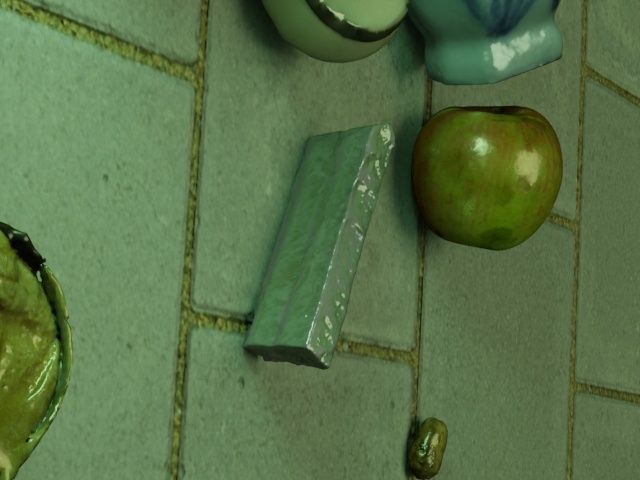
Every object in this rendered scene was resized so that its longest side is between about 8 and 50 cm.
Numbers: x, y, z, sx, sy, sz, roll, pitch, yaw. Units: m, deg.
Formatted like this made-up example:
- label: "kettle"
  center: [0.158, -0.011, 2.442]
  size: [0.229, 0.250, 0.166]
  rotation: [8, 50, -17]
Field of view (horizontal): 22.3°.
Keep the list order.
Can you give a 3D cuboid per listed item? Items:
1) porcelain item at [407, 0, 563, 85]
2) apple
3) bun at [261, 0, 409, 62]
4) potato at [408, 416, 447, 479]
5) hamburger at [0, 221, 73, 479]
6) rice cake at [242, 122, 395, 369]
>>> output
- label: "porcelain item"
  center: [0.184, -0.403, 1.966]
  size: [0.243, 0.178, 0.405]
  rotation: [-24, 111, -32]
- label: "apple"
  center: [0.207, -0.080, 2.028]
  size: [0.196, 0.196, 0.196]
  rotation: [4, 86, -58]
- label: "bun"
  center: [0.005, -0.271, 1.771]
  size: [0.173, 0.120, 0.172]
  rotation: [15, 63, -32]
- label: "potato"
  center: [0.135, 0.260, 2.033]
  size: [0.051, 0.040, 0.083]
  rotation: [64, 39, -53]
- label: "hamburger"
  center: [-0.315, 0.090, 1.232]
  size: [0.285, 0.134, 0.265]
  rotation: [54, 48, -33]
- label: "rice cake"
  center: [-0.002, 0.001, 1.763]
  size: [0.050, 0.106, 0.298]
  rotation: [40, 55, -38]
